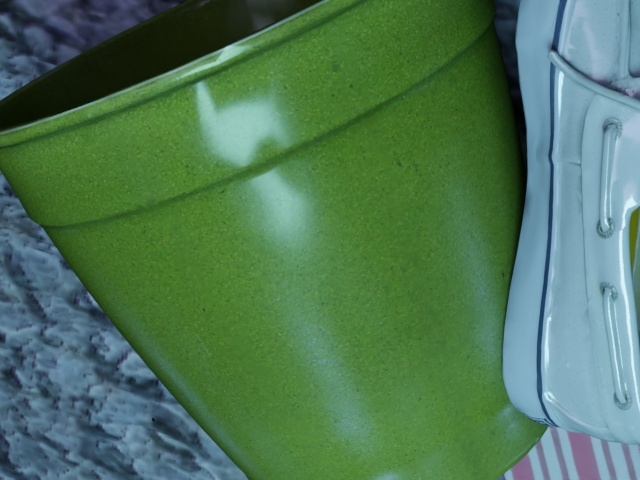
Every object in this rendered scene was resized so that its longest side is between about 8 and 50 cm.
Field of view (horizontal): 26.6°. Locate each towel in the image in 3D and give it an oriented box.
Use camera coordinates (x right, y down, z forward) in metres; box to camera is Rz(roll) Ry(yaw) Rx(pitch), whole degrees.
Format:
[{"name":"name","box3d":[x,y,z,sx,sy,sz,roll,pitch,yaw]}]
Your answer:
[{"name":"towel","box3d":[0.237,0.177,1.060,0.197,0.029,0.144,-11,98,24]}]

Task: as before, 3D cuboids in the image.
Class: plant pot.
[{"name":"plant pot","box3d":[0.000,0.000,0.955,0.366,0.366,0.353,-18,108,22]}]

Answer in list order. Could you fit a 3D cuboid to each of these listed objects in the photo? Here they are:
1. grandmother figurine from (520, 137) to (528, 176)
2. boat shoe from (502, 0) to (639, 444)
[{"name":"grandmother figurine","box3d":[0.231,-0.030,0.963,0.208,0.104,0.342,16,108,50]},{"name":"boat shoe","box3d":[0.206,-0.047,0.818,0.156,0.136,0.367,14,103,44]}]
